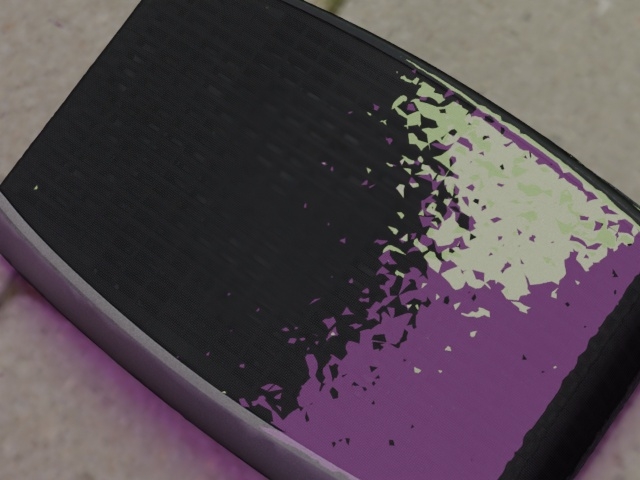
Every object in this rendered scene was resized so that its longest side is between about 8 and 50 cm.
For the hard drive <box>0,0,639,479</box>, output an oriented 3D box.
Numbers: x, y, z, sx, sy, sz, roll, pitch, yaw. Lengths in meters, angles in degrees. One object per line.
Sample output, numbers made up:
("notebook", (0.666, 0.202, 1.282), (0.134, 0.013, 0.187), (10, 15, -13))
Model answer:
("hard drive", (0.000, 0.000, 0.516), (0.254, 0.054, 0.172), (34, 82, 21))
